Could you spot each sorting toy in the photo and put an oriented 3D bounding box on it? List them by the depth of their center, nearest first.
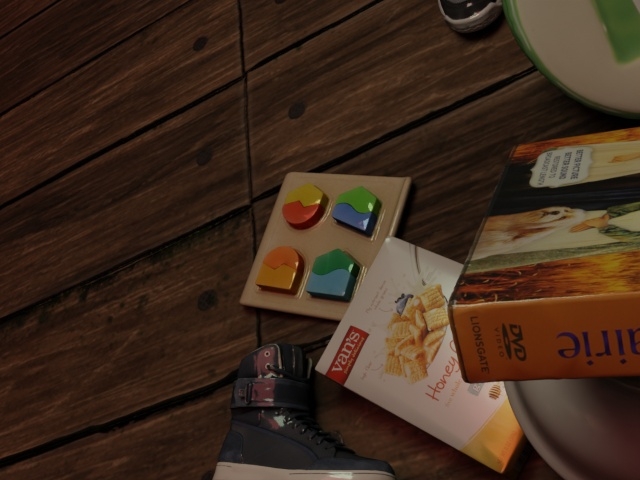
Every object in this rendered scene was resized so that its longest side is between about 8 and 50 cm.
[{"bbox_3d":[0.000,0.000,1.052,0.208,0.038,0.192,4,66,38],"label":"sorting toy"}]

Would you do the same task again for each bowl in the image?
[{"bbox_3d":[0.284,0.073,0.700,0.298,0.134,0.297,-9,64,20],"label":"bowl"}]

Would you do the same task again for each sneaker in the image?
[{"bbox_3d":[-0.013,0.190,0.914,0.226,0.086,0.163,-5,64,35],"label":"sneaker"},{"bbox_3d":[0.170,-0.401,1.091,0.101,0.153,0.268,-13,57,30],"label":"sneaker"}]

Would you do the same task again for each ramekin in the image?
[{"bbox_3d":[0.311,-0.256,0.785,0.304,0.303,0.148,-24,10,23],"label":"ramekin"}]

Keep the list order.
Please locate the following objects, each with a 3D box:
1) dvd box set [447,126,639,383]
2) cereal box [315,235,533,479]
[{"bbox_3d":[0.318,-0.020,0.551,0.421,0.062,0.307,-6,22,25],"label":"dvd box set"},{"bbox_3d":[0.129,0.111,0.872,0.240,0.047,0.173,23,79,36],"label":"cereal box"}]
